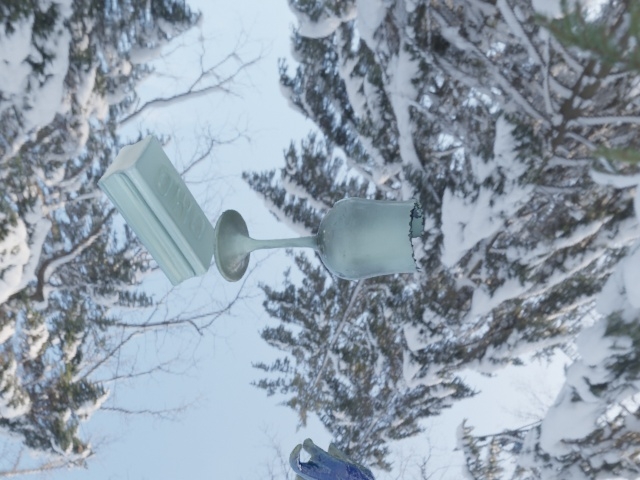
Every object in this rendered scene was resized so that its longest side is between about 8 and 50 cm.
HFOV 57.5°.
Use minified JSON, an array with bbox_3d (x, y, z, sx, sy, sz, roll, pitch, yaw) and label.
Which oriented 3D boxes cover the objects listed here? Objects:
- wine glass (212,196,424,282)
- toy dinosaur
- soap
[{"bbox_3d":[0.000,0.000,0.560,0.196,0.079,0.079,-2,-132,20],"label":"wine glass"},{"bbox_3d":[0.057,0.347,0.818,0.188,0.247,0.075,18,-110,28],"label":"toy dinosaur"},{"bbox_3d":[-0.314,-0.059,1.171,0.088,0.265,0.159,-21,-149,13],"label":"soap"}]
